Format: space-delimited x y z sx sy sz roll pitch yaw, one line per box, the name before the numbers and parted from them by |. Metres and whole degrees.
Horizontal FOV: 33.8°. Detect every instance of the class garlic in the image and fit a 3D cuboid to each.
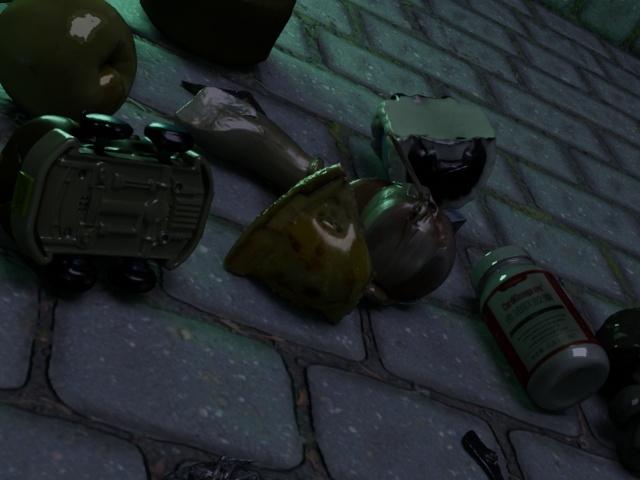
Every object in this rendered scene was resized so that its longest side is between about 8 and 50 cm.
garlic | 0.083 -0.017 1.510 0.207 0.257 0.207 -5 53 7

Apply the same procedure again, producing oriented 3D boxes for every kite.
kite | -0.129 -0.212 1.762 0.232 0.009 0.189 31 29 -8

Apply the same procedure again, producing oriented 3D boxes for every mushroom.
mushroom | -0.104 -0.149 1.612 0.247 0.096 0.108 32 3 -13

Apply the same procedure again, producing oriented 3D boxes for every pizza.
pizza | 0.003 0.009 1.386 0.188 0.204 0.081 35 17 -13

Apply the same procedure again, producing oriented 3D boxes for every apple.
apple | -0.344 -0.249 1.417 0.200 0.200 0.200 26 30 -16

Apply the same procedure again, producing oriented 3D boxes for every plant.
plant | 0.503 0.236 1.629 0.149 0.147 0.275 11 33 -3

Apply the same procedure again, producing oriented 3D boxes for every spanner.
spanner | 0.236 0.325 1.340 0.046 0.012 0.209 10 38 -37

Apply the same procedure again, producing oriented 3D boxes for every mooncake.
mooncake | -0.190 -0.442 1.893 0.284 0.156 0.284 26 31 -17

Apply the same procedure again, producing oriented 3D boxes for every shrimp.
shrimp | -0.091 0.251 1.061 0.165 0.057 0.065 4 25 -29

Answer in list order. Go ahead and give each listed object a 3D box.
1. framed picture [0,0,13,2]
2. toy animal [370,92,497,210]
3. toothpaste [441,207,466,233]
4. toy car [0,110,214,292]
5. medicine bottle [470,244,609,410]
framed picture | -0.378 -0.460 1.701 0.334 0.022 0.247 -7 42 -11
toy animal | 0.189 -0.156 1.861 0.208 0.156 0.204 0 40 -21
toothpaste | 0.173 -0.025 1.763 0.196 0.047 0.040 -9 54 -51
toy car | -0.274 -0.063 1.246 0.247 0.204 0.198 4 18 -46
medicine bottle | 0.328 0.129 1.607 0.131 0.131 0.250 12 37 -36
